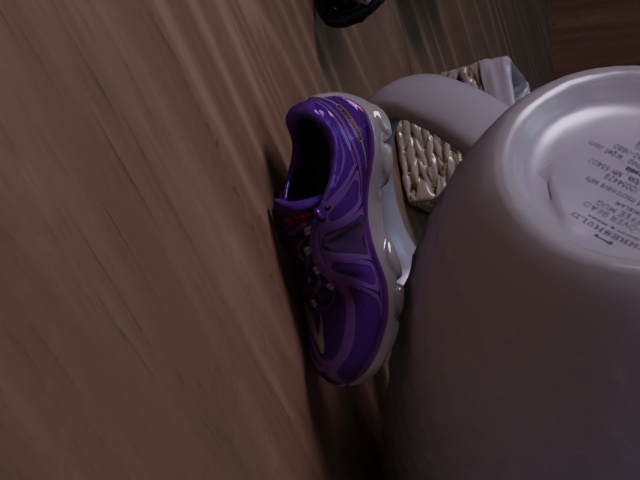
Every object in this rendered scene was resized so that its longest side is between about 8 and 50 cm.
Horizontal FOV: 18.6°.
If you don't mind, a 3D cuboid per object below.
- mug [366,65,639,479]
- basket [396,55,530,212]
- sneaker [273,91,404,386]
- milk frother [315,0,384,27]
[{"bbox_3d":[0.145,0.044,1.197,0.374,0.276,0.328,40,-31,32],"label":"mug"},{"bbox_3d":[0.125,-0.083,1.639,0.167,0.103,0.113,17,64,-78],"label":"basket"},{"bbox_3d":[0.000,0.000,1.122,0.071,0.068,0.170,-3,88,-49],"label":"sneaker"},{"bbox_3d":[0.020,-0.236,1.298,0.135,0.129,0.143,39,61,-18],"label":"milk frother"}]
